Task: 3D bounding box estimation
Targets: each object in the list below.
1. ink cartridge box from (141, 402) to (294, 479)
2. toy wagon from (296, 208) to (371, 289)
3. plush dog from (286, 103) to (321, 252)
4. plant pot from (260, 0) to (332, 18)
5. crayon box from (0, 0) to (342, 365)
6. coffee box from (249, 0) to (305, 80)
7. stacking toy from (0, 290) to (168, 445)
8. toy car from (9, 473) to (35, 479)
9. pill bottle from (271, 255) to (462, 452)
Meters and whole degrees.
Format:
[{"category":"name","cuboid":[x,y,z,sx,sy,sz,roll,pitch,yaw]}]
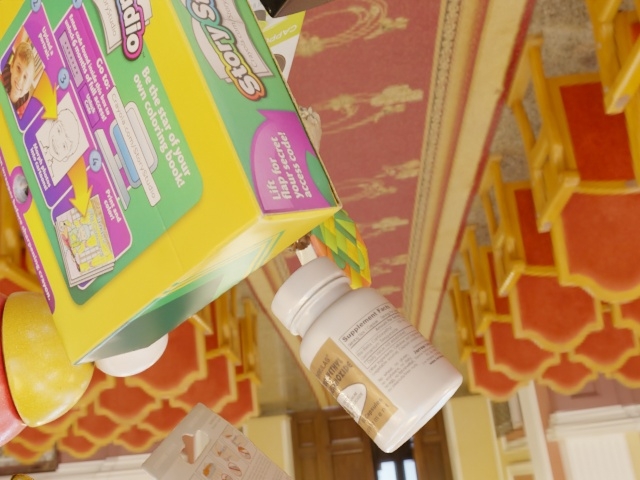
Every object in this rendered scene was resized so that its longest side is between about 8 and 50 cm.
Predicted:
[{"category":"ink cartridge box","cuboid":[-0.116,0.459,1.139,0.091,0.385,0.308,-50,178,8]},{"category":"toy wagon","cuboid":[0.000,0.000,1.515,0.068,0.267,0.344,-23,141,23]},{"category":"plush dog","cuboid":[-0.126,-0.089,0.952,0.225,0.211,0.262,-1,-174,12]},{"category":"plant pot","cuboid":[-0.023,-0.406,0.928,0.167,0.188,0.187,-36,-169,-13]},{"category":"crayon box","cuboid":[-0.181,-0.111,0.658,0.313,0.363,0.106,-34,164,37]},{"category":"coffee box","cuboid":[-0.258,-0.407,1.184,0.337,0.338,0.334,-30,168,-22]},{"category":"stacking toy","cuboid":[-0.479,0.194,1.090,0.479,0.351,0.350,-7,161,-12]},{"category":"toy car","cuboid":[-0.377,0.459,0.929,0.053,0.225,0.239,-7,119,-10]},{"category":"pill bottle","cuboid":[0.050,0.132,0.864,0.131,0.229,0.131,-38,159,-18]}]
